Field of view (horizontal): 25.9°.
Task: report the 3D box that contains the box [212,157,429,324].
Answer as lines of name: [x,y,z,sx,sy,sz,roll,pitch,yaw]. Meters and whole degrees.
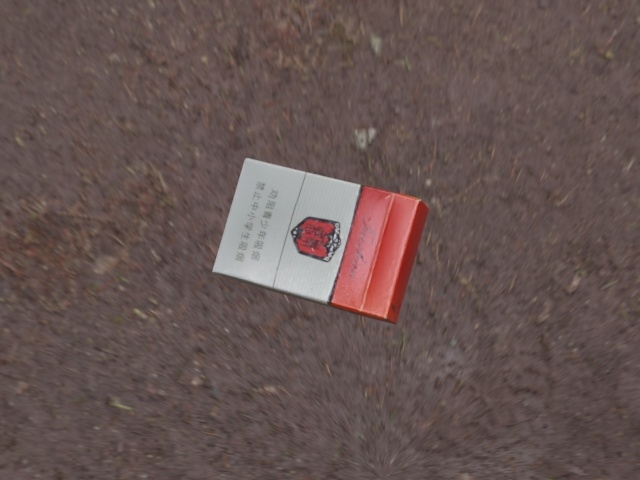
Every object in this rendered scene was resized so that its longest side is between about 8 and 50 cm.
box: [0.000,0.000,1.117,0.152,0.048,0.100,15,87,15]
